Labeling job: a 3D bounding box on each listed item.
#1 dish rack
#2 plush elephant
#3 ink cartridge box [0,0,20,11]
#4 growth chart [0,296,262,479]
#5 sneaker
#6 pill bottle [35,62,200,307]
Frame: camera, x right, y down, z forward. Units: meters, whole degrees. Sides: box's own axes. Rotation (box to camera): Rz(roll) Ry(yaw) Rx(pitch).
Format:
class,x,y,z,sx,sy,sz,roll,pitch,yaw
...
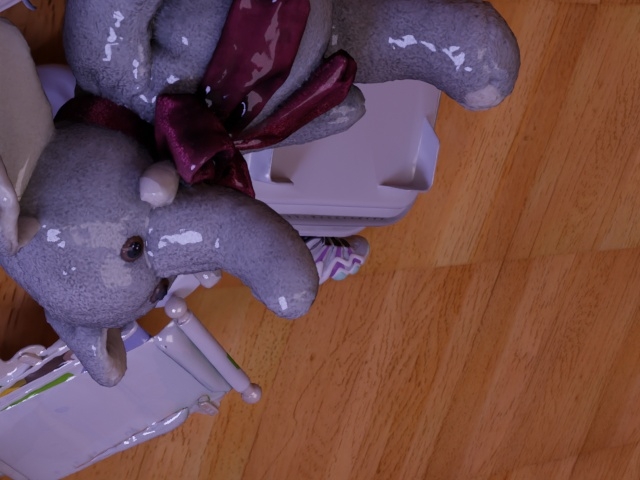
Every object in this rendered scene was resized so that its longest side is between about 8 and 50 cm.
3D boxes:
class,x,y,z,sx,sy,sz,roll,pitch,yaw
dish rack,0.016,-0.159,1.244,0.285,0.072,0.333,1,101,-53
plush elephant,-0.080,-0.059,1.012,0.272,0.330,0.255,51,45,-66
ink cartridge box,-0.149,-0.279,0.816,0.395,0.166,0.286,-42,119,-46
growth chart,-0.173,0.114,1.303,0.237,0.021,0.172,-22,143,3
sneaker,0.000,0.000,1.455,0.098,0.038,0.069,-26,135,-32
pill bottle,-0.146,-0.029,1.225,0.108,0.108,0.180,-50,143,-4
